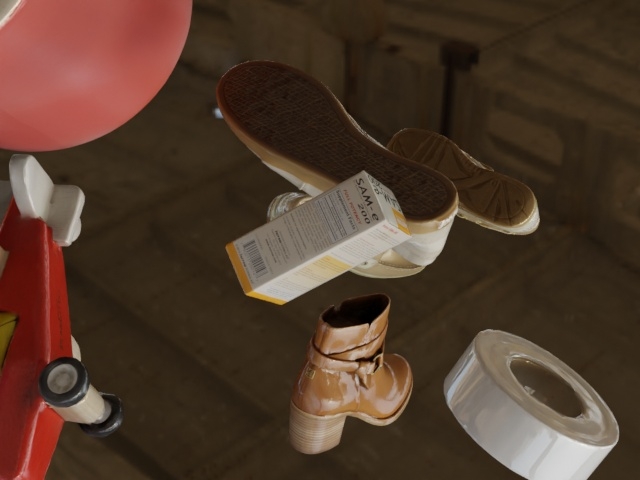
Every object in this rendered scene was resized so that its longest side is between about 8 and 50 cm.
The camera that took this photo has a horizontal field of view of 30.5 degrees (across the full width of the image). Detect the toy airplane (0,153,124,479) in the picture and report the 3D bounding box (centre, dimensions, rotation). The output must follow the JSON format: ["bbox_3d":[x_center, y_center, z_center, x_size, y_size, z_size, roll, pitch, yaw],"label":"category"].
[{"bbox_3d":[-0.415,0.086,1.481,0.272,0.386,0.384,-16,-163,5],"label":"toy airplane"}]

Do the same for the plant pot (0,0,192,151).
[{"bbox_3d":[-0.250,-0.205,0.850,0.275,0.275,0.243,5,-179,6],"label":"plant pot"}]

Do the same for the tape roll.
[{"bbox_3d":[0.345,0.274,1.922,0.286,0.100,0.286,28,-159,-12],"label":"tape roll"}]

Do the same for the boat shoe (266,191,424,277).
[{"bbox_3d":[0.064,-0.009,1.892,0.302,0.109,0.098,18,167,-27],"label":"boat shoe"}]

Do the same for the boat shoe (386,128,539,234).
[{"bbox_3d":[0.135,-0.050,1.115,0.170,0.059,0.063,35,-93,32],"label":"boat shoe"}]

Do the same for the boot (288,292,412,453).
[{"bbox_3d":[0.047,0.115,1.173,0.073,0.152,0.197,26,-150,25],"label":"boot"}]

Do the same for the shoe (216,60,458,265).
[{"bbox_3d":[0.006,-0.056,0.845,0.076,0.058,0.219,-40,-120,-21],"label":"shoe"}]

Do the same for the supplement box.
[{"bbox_3d":[0.000,0.000,0.720,0.098,0.062,0.036,-28,-107,12],"label":"supplement box"}]
